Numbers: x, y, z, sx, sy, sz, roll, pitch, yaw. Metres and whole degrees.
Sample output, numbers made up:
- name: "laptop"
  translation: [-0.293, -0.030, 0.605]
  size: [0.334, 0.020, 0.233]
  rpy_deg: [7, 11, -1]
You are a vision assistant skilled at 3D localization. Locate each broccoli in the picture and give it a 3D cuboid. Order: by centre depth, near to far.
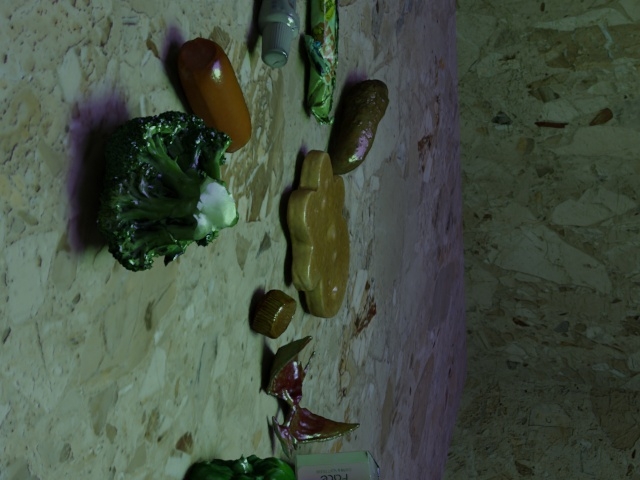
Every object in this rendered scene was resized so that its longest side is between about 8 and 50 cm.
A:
- name: "broccoli"
  translation: [-0.176, -0.056, 1.059]
  size: [0.195, 0.156, 0.195]
  rpy_deg: [-21, 124, -35]

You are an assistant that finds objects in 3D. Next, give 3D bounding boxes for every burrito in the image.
- name: "burrito"
  translation: [0.000, -0.355, 1.697]
  size: [0.104, 0.054, 0.287]
  rpy_deg: [-23, 116, -71]

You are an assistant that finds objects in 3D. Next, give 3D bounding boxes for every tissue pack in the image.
- name: "tissue pack"
  translation: [0.036, 0.476, 1.808]
  size: [0.246, 0.149, 0.092]
  rpy_deg: [67, 19, -68]

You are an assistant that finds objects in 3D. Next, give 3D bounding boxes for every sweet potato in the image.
- name: "sweet potato"
  translation: [0.090, -0.274, 1.961]
  size: [0.114, 0.092, 0.341]
  rpy_deg: [113, 0, -45]

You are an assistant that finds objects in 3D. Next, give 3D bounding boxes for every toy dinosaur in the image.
- name: "toy dinosaur"
  translation: [-0.020, 0.274, 1.702]
  size: [0.206, 0.113, 0.327]
  rpy_deg: [-58, 146, -56]

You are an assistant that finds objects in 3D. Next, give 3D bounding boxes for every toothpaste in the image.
- name: "toothpaste"
  translation: [-0.060, -0.400, 1.501]
  size: [0.099, 0.069, 0.282]
  rpy_deg: [120, -20, -59]

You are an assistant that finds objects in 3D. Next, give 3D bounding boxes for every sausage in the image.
- name: "sausage"
  translation: [-0.141, -0.192, 1.255]
  size: [0.197, 0.076, 0.076]
  rpy_deg: [69, 30, -57]

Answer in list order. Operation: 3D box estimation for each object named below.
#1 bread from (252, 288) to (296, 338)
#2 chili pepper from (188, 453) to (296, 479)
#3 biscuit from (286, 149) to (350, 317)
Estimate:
- name: "bread"
  translation: [-0.083, 0.122, 1.557]
  size: [0.085, 0.053, 0.085]
  rpy_deg: [-50, 155, -33]
- name: "chili pepper"
  translation: [-0.111, 0.507, 1.373]
  size: [0.213, 0.168, 0.384]
  rpy_deg: [-7, 102, -71]
- name: "biscuit"
  translation: [-0.003, 0.000, 1.788]
  size: [0.354, 0.052, 0.275]
  rpy_deg: [75, 26, -50]
